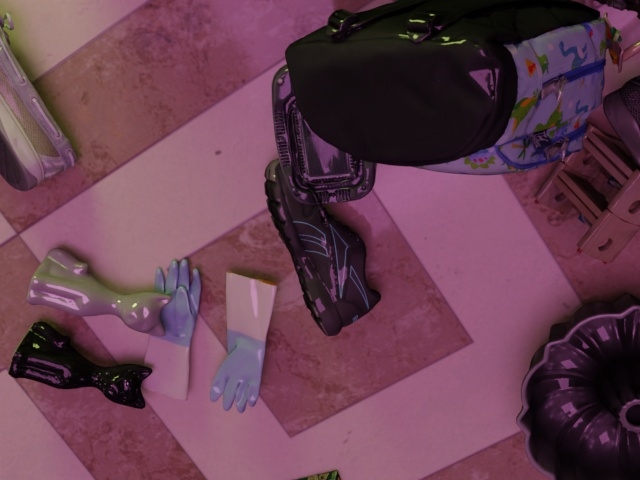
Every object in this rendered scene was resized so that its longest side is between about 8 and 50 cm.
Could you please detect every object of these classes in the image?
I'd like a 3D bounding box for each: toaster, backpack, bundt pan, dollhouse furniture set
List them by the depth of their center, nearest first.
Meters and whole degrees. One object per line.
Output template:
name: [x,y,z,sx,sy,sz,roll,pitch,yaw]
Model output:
backpack: [0.188,-0.191,1.190,0.290,0.355,0.273,8,124,40]
toaster: [0.014,-0.146,1.326,0.129,0.146,0.227,-6,109,11]
dollhouse furniture set: [0.413,-0.043,1.344,0.183,0.129,0.129,20,116,-32]
bundt pan: [0.441,0.219,1.418,0.330,0.124,0.331,2,110,6]

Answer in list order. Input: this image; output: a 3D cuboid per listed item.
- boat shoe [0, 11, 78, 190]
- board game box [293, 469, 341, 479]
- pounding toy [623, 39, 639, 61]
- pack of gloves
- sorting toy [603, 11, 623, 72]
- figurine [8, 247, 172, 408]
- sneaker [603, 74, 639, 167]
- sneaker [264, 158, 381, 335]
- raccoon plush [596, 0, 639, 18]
boat shoe: [-0.447,-0.230,1.392,0.118,0.103,0.320,-7,111,52]
board game box: [-0.073,0.464,1.633,0.259,0.030,0.136,-16,105,13]
pounding toy: [0.474,-0.216,1.267,0.181,0.094,0.206,17,113,22]
pack of gloves: [-0.168,0.142,1.528,0.195,0.046,0.232,16,110,14]
sorting toy: [0.357,-0.248,1.231,0.012,0.083,0.062,-19,70,8]
figurine: [-0.341,0.141,1.517,0.209,0.092,0.215,19,111,-2]
sneaker: [0.454,-0.112,1.204,0.130,0.087,0.227,-36,83,38]
sneaker: [0.000,0.000,1.427,0.106,0.101,0.267,-24,106,-7]
raccoon plush: [0.469,-0.375,1.102,0.446,0.216,0.299,41,91,25]
